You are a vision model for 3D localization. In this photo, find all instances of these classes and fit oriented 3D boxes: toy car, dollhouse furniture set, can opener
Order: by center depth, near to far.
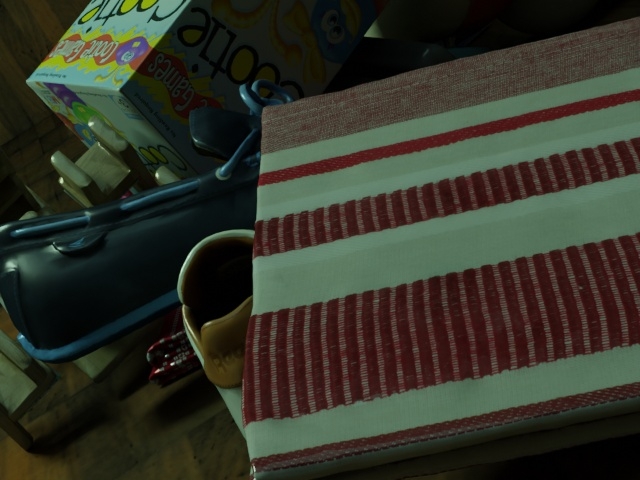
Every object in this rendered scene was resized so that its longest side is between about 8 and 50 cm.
[{"bbox_3d":[-0.214,0.021,1.322,0.242,0.161,0.212,37,77,28],"label":"dollhouse furniture set"},{"bbox_3d":[0.039,-0.120,1.441,0.076,0.095,0.283,-55,27,-9],"label":"can opener"},{"bbox_3d":[0.154,-0.231,1.517,0.238,0.219,0.210,-5,2,-24],"label":"toy car"}]

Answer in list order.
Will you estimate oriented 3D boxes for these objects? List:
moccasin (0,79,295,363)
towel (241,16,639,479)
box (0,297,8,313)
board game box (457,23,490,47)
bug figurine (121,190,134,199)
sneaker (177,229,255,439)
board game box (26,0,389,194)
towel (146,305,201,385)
[{"bbox_3d":[-0.059,-0.039,1.152,0.342,0.117,0.138,-27,-3,-9],"label":"moccasin"},{"bbox_3d":[0.082,-0.002,0.848,0.237,0.037,0.329,-13,32,9],"label":"towel"},{"bbox_3d":[-0.210,0.006,1.689,0.186,0.038,0.145,-41,16,-32],"label":"box"},{"bbox_3d":[-0.011,-0.261,1.661,0.141,0.291,0.232,-15,22,47],"label":"board game box"},{"bbox_3d":[-0.116,-0.032,1.446,0.279,0.072,0.216,-31,26,4],"label":"bug figurine"},{"bbox_3d":[-0.017,0.030,1.010,0.106,0.123,0.290,-32,12,6],"label":"sneaker"},{"bbox_3d":[-0.071,-0.177,1.362,0.144,0.142,0.275,10,60,51],"label":"board game box"},{"bbox_3d":[0.000,0.000,1.272,0.274,0.031,0.199,-29,13,11],"label":"towel"}]
